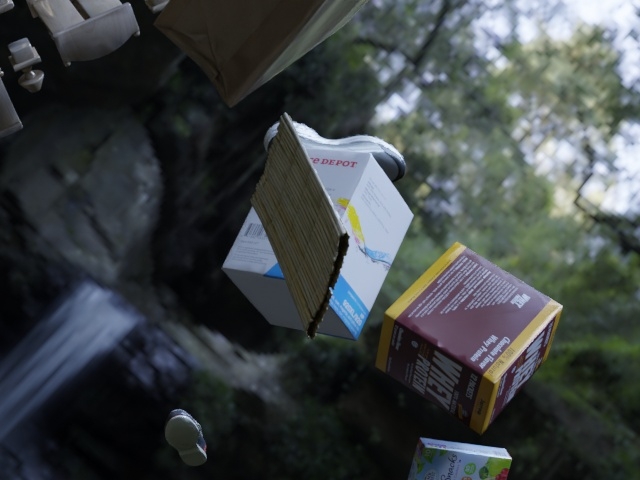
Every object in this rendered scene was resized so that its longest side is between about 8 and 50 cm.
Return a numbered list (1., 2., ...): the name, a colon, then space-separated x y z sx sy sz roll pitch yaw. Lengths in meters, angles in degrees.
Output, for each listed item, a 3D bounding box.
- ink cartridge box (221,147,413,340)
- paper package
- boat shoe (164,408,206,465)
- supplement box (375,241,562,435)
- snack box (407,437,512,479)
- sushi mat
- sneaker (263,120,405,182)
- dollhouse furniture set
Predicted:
1. ink cartridge box: 0.000 0.000 2.292 0.171 0.233 0.168 8 -29 35
2. paper package: -0.022 -0.380 2.097 0.168 0.325 0.309 46 -45 1
3. boat shoe: -0.191 0.272 2.165 0.137 0.049 0.043 72 8 -54
4. supplement box: 0.218 0.142 2.251 0.194 0.191 0.129 32 -38 21
5. snack box: 0.205 0.354 2.281 0.141 0.100 0.037 10 16 -14
6. sushi mat: -0.029 -0.024 1.891 0.019 0.151 0.316 9 28 -21
7. sneaker: 0.027 -0.140 2.826 0.271 0.108 0.100 9 -50 -14
8. dollhouse furniture set: -0.431 -0.343 2.604 0.303 0.355 0.174 52 -17 53
